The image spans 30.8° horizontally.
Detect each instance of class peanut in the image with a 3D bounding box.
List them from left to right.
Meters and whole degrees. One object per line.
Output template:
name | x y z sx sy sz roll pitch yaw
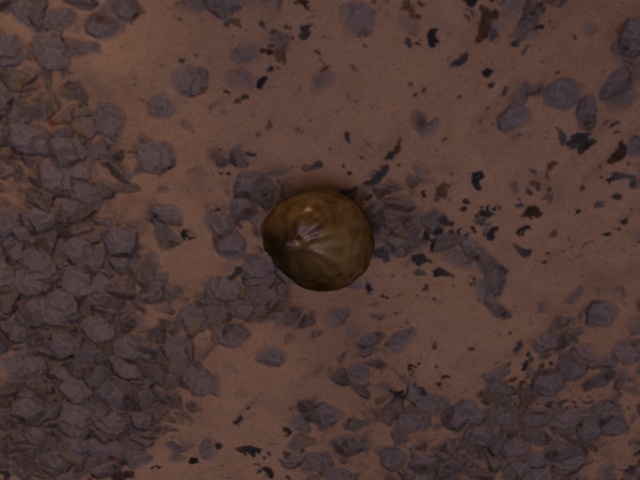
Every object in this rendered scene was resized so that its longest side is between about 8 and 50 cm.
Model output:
peanut | 0.000 0.000 1.595 0.141 0.109 0.159 -21 129 27
